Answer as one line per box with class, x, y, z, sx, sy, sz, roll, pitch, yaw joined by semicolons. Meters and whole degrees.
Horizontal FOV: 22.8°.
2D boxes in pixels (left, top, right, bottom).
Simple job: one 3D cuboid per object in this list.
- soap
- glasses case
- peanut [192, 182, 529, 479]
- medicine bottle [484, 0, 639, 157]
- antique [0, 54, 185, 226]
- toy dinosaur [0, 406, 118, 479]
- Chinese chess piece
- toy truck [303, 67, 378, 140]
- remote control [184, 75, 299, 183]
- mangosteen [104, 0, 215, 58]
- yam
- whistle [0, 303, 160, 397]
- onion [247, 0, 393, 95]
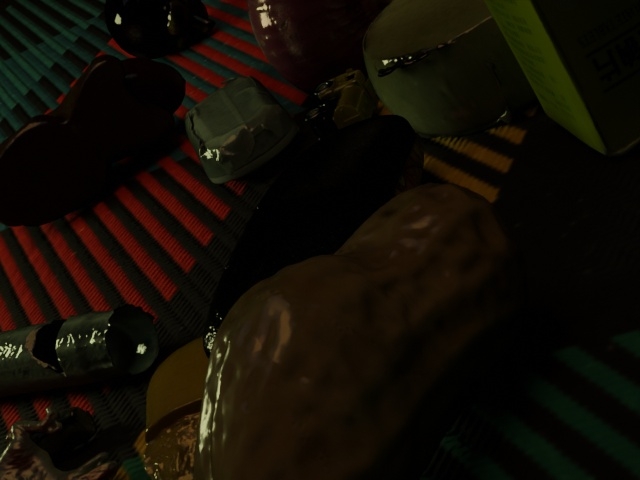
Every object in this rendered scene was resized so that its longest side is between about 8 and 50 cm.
soap;-0.090;0.117;1.171;0.089;0.033;0.168;-30;23;10
glasses case;0.000;0.000;1.218;0.122;0.082;0.321;-20;24;26
peanut;0.022;0.071;0.944;0.143;0.159;0.291;19;51;31
medicine bottle;0.189;-0.203;1.154;0.137;0.250;0.141;-34;24;-3
antique;-0.268;-0.120;1.817;0.257;0.121;0.143;-40;12;4
toy dinosaur;-0.279;0.219;1.205;0.242;0.053;0.167;-45;45;-12
Chinese chess piece;0.144;-0.183;1.384;0.237;0.092;0.238;-28;23;13
toy truck;0.023;-0.123;1.489;0.054;0.049;0.083;-23;25;24
remote control;-0.086;-0.116;1.633;0.104;0.052;0.247;-33;19;-2
mangosteen;-0.212;-0.303;2.126;0.151;0.137;0.137;15;43;18
yam;-0.237;0.176;1.273;0.129;0.033;0.027;-33;48;16
whistle;-0.262;0.106;1.404;0.312;0.062;0.062;-13;30;43
onion;0.017;-0.261;1.622;0.207;0.200;0.200;-39;21;4
